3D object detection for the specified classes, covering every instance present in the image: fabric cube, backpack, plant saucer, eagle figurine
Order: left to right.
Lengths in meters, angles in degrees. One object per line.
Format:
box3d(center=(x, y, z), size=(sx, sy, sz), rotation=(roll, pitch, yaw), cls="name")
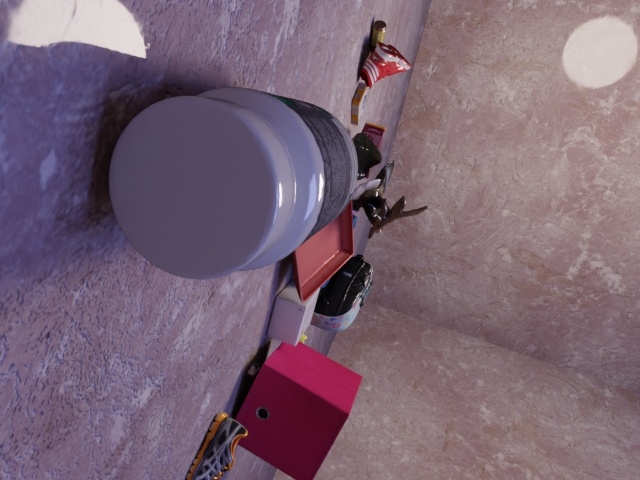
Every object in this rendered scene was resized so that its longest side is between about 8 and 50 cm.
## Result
box3d(center=(-0.065, 0.467, 1.458), size=(0.254, 0.258, 0.259), rotation=(-63, 172, 12), cls="fabric cube")
box3d(center=(0.000, 0.000, 1.424), size=(0.258, 0.048, 0.259), rotation=(-42, 141, -38), cls="plant saucer")
box3d(center=(0.038, 0.176, 1.724), size=(0.191, 0.225, 0.253), rotation=(91, 24, -48), cls="backpack")
box3d(center=(0.153, -0.126, 1.590), size=(0.298, 0.226, 0.225), rotation=(-112, -145, -53), cls="eagle figurine")

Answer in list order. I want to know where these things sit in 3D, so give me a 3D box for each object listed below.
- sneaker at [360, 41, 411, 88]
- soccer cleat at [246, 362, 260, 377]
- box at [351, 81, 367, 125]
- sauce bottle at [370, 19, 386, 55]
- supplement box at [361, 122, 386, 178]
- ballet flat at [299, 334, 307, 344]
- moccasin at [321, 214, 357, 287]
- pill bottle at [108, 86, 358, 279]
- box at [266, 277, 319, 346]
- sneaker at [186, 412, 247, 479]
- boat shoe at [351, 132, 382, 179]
box3d(center=(0.190, -0.534, 1.607), size=(0.128, 0.087, 0.221), rotation=(-44, 161, 27), cls="sneaker")
box3d(center=(-0.176, 0.351, 1.413), size=(0.035, 0.029, 0.083), rotation=(-67, 166, -2), cls="soccer cleat")
box3d(center=(0.124, -0.432, 1.665), size=(0.136, 0.028, 0.081), rotation=(90, 20, -68), cls="box")
box3d(center=(0.171, -0.603, 1.573), size=(0.128, 0.042, 0.042), rotation=(98, 13, -62), cls="sauce bottle")
box3d(center=(0.180, -0.344, 1.979), size=(0.104, 0.081, 0.188), rotation=(94, 17, -56), cls="supplement box")
box3d(center=(-0.104, 0.425, 1.808), size=(0.077, 0.077, 0.230), rotation=(3, 105, -81), cls="ballet flat")
box3d(center=(0.022, 0.004, 1.641), size=(0.342, 0.117, 0.137), rotation=(-54, 159, -52), cls="moccasin")
box3d(center=(-0.078, -0.079, 0.643), size=(0.361, 0.204, 0.204), rotation=(-42, 149, -73), cls="pill bottle")
box3d(center=(-0.076, 0.205, 1.515), size=(0.170, 0.091, 0.130), rotation=(-44, 151, -71), cls="box")
box3d(center=(-0.240, 0.508, 1.181), size=(0.084, 0.083, 0.214), rotation=(89, 23, -67), cls="sneaker")
box3d(center=(0.098, -0.250, 1.636), size=(0.120, 0.122, 0.324), rotation=(-34, -174, 29), cls="boat shoe")
